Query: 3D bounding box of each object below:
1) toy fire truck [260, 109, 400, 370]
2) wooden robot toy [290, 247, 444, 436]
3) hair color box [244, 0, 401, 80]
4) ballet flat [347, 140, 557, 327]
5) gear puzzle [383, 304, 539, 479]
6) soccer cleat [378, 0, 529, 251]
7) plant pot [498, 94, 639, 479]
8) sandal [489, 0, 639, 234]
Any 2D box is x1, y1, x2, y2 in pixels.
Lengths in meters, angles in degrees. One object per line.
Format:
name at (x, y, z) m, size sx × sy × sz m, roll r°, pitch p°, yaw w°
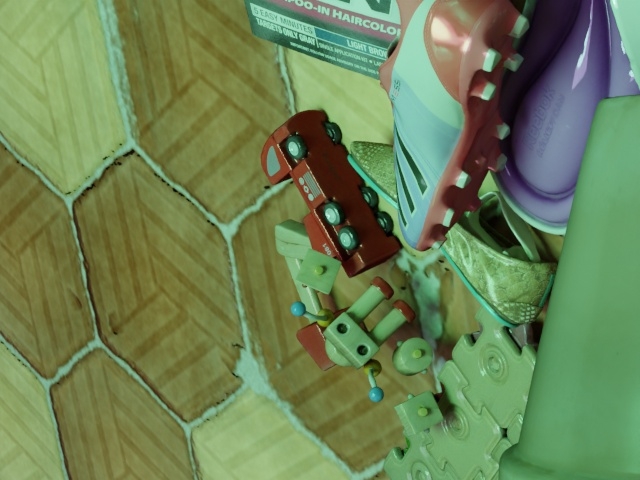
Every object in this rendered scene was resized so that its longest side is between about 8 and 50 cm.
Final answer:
toy fire truck at (0.000, 0.000, 1.606) m, size 0.192 × 0.047 × 0.135 m, roll 60°, pitch 142°, yaw 7°
wooden robot toy at (0.038, 0.082, 1.554) m, size 0.173 × 0.076 × 0.079 m, roll 48°, pitch 165°, yaw 3°
hair color box at (0.013, -0.275, 1.291) m, size 0.174 × 0.105 × 0.347 m, roll 21°, pitch 144°, yaw 30°
ballet flat at (0.106, -0.023, 1.466) m, size 0.206 × 0.073 × 0.067 m, roll 46°, pitch 111°, yaw 21°
gear puzzle at (0.132, 0.205, 1.560) m, size 0.175 × 0.044 × 0.339 m, roll 55°, pitch 141°, yaw 26°
soccer cleat at (0.078, -0.089, 1.315) m, size 0.095 × 0.083 × 0.248 m, roll 34°, pitch 148°, yaw 18°
plant pot at (0.264, 0.052, 1.143) m, size 0.323 × 0.323 × 0.280 m, roll 2°, pitch 94°, yaw 50°
sandal at (0.180, -0.160, 1.253) m, size 0.169 × 0.102 × 0.416 m, roll 35°, pitch 136°, yaw 31°
